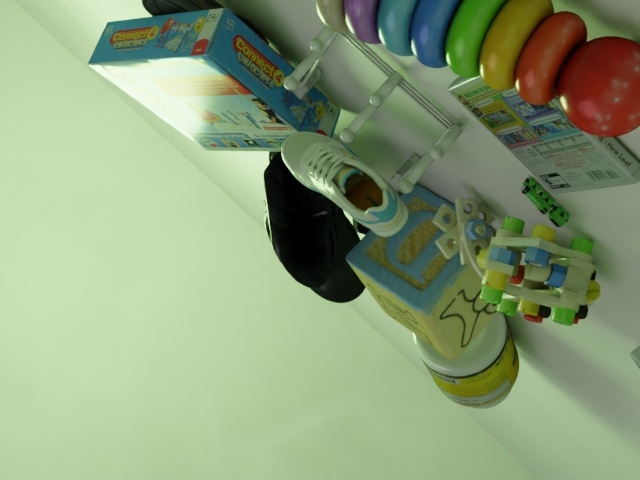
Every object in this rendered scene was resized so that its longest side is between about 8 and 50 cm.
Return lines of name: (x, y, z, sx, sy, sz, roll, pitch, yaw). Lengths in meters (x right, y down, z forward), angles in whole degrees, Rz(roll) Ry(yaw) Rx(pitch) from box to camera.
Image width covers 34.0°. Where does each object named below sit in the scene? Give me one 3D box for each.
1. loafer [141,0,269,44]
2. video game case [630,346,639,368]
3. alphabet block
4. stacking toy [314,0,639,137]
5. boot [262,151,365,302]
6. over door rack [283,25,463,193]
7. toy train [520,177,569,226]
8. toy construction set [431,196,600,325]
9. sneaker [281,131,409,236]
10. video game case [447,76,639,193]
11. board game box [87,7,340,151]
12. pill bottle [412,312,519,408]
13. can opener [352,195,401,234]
loafer: (-0.164, -0.360, 1.731, 0.267, 0.084, 0.096, 30, 152, -28)
video game case: (0.583, 0.285, 1.606, 0.206, 0.026, 0.227, 47, -175, -34)
alphabet block: (0.196, 0.054, 1.805, 0.193, 0.192, 0.197, 37, 169, 38)
stacking toy: (0.158, -0.193, 0.976, 0.330, 0.141, 0.141, 34, 169, 22)
boot: (-0.001, -0.002, 1.896, 0.445, 0.146, 0.367, -112, -3, -78)
over door rack: (0.062, -0.176, 1.527, 0.239, 0.108, 0.324, 42, 171, -1)
toy train: (0.297, -0.050, 1.394, 0.083, 0.024, 0.017, 43, 171, -11)
toy construction set: (0.275, 0.038, 1.503, 0.215, 0.151, 0.327, 18, -174, -16)
sneaker: (0.030, -0.098, 1.534, 0.228, 0.087, 0.092, 35, 176, 25)
video game case: (0.252, -0.130, 1.204, 0.193, 0.023, 0.212, 43, 172, -8)
board game box: (-0.176, -0.257, 1.753, 0.308, 0.086, 0.302, 5, 158, 42)
pill bottle: (0.313, 0.236, 2.184, 0.188, 0.188, 0.334, 37, 170, 29)
can opener: (0.136, -0.042, 2.028, 0.280, 0.074, 0.093, -172, 72, -73)
